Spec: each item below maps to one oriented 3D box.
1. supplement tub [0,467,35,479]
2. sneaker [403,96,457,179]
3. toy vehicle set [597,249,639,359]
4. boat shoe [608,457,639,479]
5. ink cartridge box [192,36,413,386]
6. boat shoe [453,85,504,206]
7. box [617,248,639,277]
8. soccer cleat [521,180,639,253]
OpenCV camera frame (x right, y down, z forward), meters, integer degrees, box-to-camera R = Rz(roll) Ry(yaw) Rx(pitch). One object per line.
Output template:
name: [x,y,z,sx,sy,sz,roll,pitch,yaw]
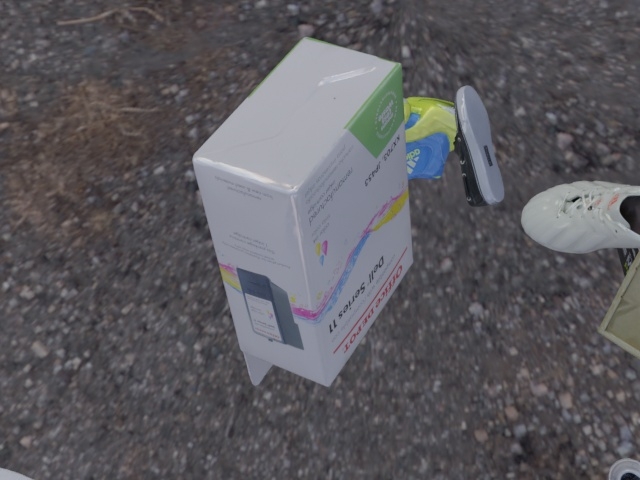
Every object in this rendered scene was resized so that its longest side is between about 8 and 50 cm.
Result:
supplement tub: [-0.202,0.276,0.598,0.191,0.191,0.272,8,131,3]
sneaker: [0.061,-0.133,1.347,0.240,0.091,0.126,11,102,2]
toy vehicle set: [0.476,0.115,1.232,0.266,0.035,0.166,35,132,21]
boat shoe: [0.396,0.334,1.201,0.066,0.063,0.184,-29,82,11]
ink cartridge box: [0.000,0.000,1.086,0.119,0.207,0.354,20,142,25]
boat shoe: [0.174,-0.107,1.215,0.040,0.049,0.142,-16,86,38]
box: [0.537,0.071,1.423,0.216,0.270,0.060,-5,147,-1]
soccer cleat: [0.250,-0.022,0.887,0.196,0.076,0.068,8,81,43]
